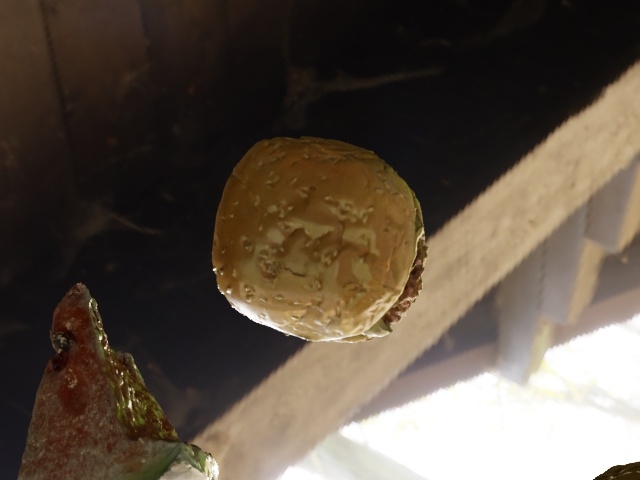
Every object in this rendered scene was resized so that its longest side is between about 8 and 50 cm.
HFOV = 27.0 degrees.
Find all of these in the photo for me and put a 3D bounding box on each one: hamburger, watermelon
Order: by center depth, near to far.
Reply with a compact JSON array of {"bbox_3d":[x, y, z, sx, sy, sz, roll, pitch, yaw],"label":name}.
[{"bbox_3d":[-0.134,0.124,0.810,0.121,0.158,0.098,-44,-33,8],"label":"watermelon"},{"bbox_3d":[-0.001,-0.001,1.715,0.144,0.283,0.259,26,-107,-73],"label":"hamburger"}]

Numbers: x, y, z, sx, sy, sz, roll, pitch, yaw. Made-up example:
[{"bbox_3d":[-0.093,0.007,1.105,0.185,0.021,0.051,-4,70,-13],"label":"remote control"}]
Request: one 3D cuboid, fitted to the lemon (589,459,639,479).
[{"bbox_3d":[0.204,0.224,0.643,0.245,0.320,0.245,-6,-90,-72],"label":"lemon"}]
